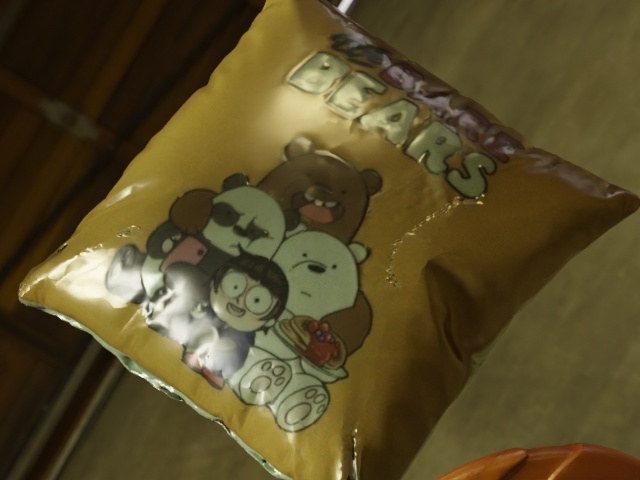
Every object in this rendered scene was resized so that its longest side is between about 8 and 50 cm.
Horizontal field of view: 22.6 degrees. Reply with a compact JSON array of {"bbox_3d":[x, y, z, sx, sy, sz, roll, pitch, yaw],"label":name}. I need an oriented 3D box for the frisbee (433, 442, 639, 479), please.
[{"bbox_3d":[0.070,0.162,0.534,0.192,0.192,0.035,-59,31,-2],"label":"frisbee"}]

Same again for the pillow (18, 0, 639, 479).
[{"bbox_3d":[0.000,0.000,1.064,0.312,0.310,0.119,-49,-24,-15],"label":"pillow"}]
